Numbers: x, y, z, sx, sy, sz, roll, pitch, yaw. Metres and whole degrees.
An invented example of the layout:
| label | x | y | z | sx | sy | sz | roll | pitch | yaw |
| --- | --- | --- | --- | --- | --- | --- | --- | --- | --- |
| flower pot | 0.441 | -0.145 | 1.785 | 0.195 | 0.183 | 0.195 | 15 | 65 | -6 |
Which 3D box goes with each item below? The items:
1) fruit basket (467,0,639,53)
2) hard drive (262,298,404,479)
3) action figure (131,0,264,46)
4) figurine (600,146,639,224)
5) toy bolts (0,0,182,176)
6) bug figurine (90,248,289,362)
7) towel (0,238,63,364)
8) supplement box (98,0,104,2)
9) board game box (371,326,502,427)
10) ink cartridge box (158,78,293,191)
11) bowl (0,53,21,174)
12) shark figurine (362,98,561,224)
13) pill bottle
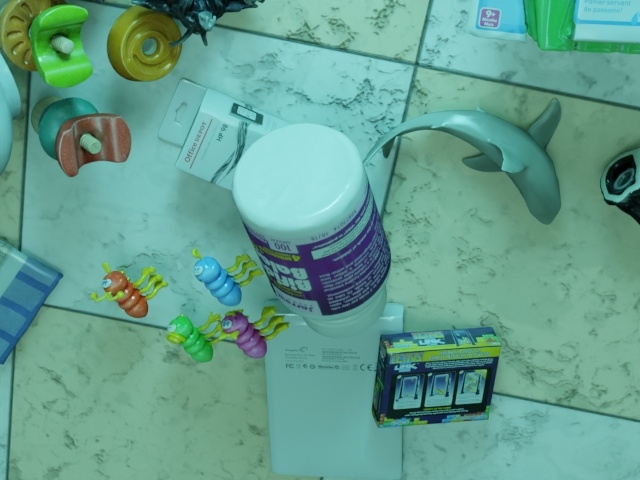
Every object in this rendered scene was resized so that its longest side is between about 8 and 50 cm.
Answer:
| label | x | y | z | sx | sy | sz | roll | pitch | yaw |
| --- | --- | --- | --- | --- | --- | --- | --- | --- | --- |
| fruit basket | 0.345 | -0.378 | 1.518 | 0.327 | 0.165 | 0.353 | 2 | 124 | -7 |
| hard drive | 0.022 | 0.226 | 2.043 | 0.203 | 0.040 | 0.307 | 2 | 123 | 6 |
| action figure | -0.135 | -0.338 | 1.636 | 0.164 | 0.141 | 0.275 | 0 | 122 | -16 |
| figurine | 0.510 | -0.066 | 1.779 | 0.215 | 0.092 | 0.209 | -38 | 119 | 25 |
| toy bolts | -0.307 | -0.214 | 1.773 | 0.218 | 0.158 | 0.228 | -14 | 118 | -33 |
| bug figurine | -0.176 | 0.095 | 1.903 | 0.279 | 0.072 | 0.216 | -10 | 134 | 42 |
| towel | -0.545 | 0.049 | 2.001 | 0.285 | 0.034 | 0.209 | 30 | 119 | -15 |
| supplement box | -0.321 | -0.384 | 1.664 | 0.188 | 0.081 | 0.104 | 26 | 122 | -10 |
| board game box | 0.165 | 0.197 | 1.976 | 0.170 | 0.048 | 0.141 | -2 | 122 | -13 |
| ink cartridge box | -0.123 | -0.128 | 1.819 | 0.180 | 0.060 | 0.104 | 22 | 123 | -8 |
| bowl | -0.473 | -0.189 | 1.739 | 0.134 | 0.298 | 0.298 | -32 | 123 | -23 |
| shark figurine | 0.204 | -0.115 | 1.761 | 0.278 | 0.116 | 0.166 | 19 | 122 | -8 |
| pill bottle | 0.000 | 0.000 | 1.787 | 0.169 | 0.169 | 0.301 | -7 | 144 | 11 |
